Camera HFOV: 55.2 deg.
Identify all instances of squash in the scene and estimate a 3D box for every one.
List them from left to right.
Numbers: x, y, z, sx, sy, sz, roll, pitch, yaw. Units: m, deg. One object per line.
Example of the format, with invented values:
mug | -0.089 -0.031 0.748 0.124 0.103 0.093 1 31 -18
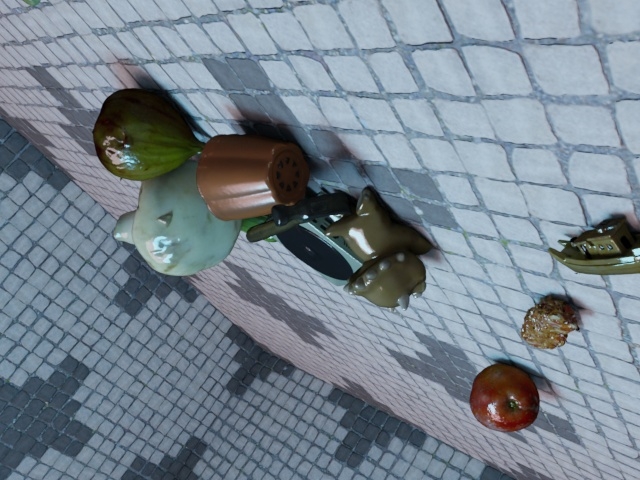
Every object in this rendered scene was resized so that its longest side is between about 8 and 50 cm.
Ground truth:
squash | -0.176 -0.045 1.683 0.219 0.068 0.077 20 151 36

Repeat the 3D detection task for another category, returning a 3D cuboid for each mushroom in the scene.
mushroom | -0.389 -0.057 1.597 0.336 0.314 0.314 -2 143 34

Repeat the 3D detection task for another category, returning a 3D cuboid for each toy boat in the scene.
toy boat | 0.398 0.007 0.838 0.072 0.064 0.206 54 158 -10

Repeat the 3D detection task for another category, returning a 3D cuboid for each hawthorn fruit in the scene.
hawthorn fruit | 0.460 0.392 1.515 0.173 0.173 0.173 31 161 12

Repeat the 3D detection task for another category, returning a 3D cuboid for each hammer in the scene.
hammer | -0.080 -0.038 1.270 0.440 0.168 0.044 -15 87 67

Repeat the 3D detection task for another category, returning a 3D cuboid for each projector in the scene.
projector | 0.000 0.000 1.473 0.257 0.079 0.259 38 162 -9

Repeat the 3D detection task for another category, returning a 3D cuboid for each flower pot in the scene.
flower pot | -0.125 -0.128 1.239 0.173 0.190 0.190 4 146 38

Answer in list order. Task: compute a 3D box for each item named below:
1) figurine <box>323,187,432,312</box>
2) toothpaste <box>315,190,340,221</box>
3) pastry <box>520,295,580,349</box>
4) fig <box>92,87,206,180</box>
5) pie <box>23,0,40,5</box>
figurine | 0.104 0.037 1.240 0.247 0.173 0.177 43 160 -24
toothpaste | 0.070 -0.027 1.335 0.216 0.062 0.037 43 142 -13
pastry | 0.427 0.151 1.147 0.087 0.063 0.169 22 154 10
fig | -0.353 -0.218 1.419 0.321 0.216 0.217 16 163 -8
pie | -0.595 -0.569 1.108 0.257 0.105 0.274 48 161 9
